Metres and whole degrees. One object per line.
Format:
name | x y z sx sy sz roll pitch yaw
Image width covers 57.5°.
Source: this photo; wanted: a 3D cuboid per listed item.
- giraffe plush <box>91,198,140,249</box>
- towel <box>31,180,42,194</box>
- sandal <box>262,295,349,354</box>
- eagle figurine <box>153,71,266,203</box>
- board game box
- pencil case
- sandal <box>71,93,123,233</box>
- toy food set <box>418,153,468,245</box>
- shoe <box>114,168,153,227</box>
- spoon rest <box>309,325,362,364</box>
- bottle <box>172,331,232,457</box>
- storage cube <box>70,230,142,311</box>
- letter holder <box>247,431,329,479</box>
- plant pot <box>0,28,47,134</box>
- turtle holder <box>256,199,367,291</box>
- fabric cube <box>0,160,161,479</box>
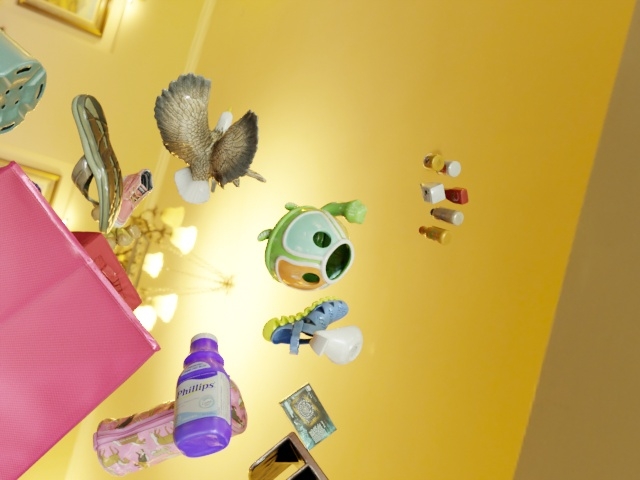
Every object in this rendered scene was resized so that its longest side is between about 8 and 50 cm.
giraffe plush | -0.767 -0.074 2.130 0.210 0.182 0.170 -116 -168 -68
towel | -0.582 0.015 0.984 0.308 0.228 0.076 63 -37 37
sandal | -0.031 0.297 1.982 0.138 0.318 0.126 45 -32 39
eagle figurine | -0.251 -0.226 1.353 0.298 0.227 0.225 107 -28 -80
board game box | -0.044 0.592 1.961 0.186 0.126 0.026 59 -25 3
pencil case | -0.379 0.472 1.477 0.386 0.167 0.160 -24 -166 13
sandal | -0.496 -0.163 1.264 0.120 0.086 0.302 -96 180 -69
toy food set | 0.295 -0.115 1.474 0.104 0.111 0.232 23 -47 58
shoe | -0.489 -0.115 1.509 0.081 0.063 0.178 -21 -138 24
spoon rest | 0.048 0.317 1.790 0.084 0.276 0.137 28 -88 31
bottle | -0.255 0.324 1.270 0.118 0.092 0.282 -17 -141 4
storage cube | -0.508 0.109 1.137 0.215 0.183 0.193 2 -143 32
letter holder | -0.098 0.586 1.310 0.152 0.214 0.301 48 -20 24
plant pot | -0.983 -0.488 1.621 0.341 0.334 0.341 -55 -177 4
turtle holder | -0.004 0.019 1.742 0.228 0.320 0.243 20 -60 41
fabric cube | -0.388 0.104 0.623 0.254 0.259 0.258 -8 -150 51
